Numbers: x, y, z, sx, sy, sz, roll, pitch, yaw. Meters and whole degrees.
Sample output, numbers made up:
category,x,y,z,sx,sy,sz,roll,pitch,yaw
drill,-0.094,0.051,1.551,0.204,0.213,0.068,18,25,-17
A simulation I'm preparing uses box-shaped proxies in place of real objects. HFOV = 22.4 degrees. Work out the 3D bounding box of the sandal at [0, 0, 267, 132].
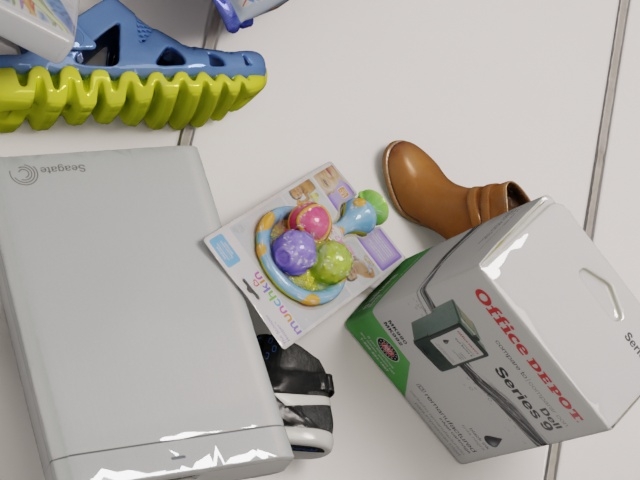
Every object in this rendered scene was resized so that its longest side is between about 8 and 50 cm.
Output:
category,x,y,z,sx,sy,sz,roll,pitch,yaw
sandal,-0.203,-0.187,1.636,0.317,0.126,0.138,0,72,-27

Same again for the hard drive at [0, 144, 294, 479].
category,x,y,z,sx,sy,sz,roll,pitch,yaw
hard drive,-0.184,0.071,1.558,0.233,0.047,0.353,-5,61,-27

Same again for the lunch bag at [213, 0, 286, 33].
category,x,y,z,sx,sy,sz,roll,pitch,yaw
lunch bag,-0.063,-0.458,1.653,0.328,0.239,0.385,-35,97,3

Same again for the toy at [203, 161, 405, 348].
category,x,y,z,sx,sy,sz,roll,pitch,yaw
toy,0.000,0.000,1.668,0.137,0.056,0.237,53,38,3

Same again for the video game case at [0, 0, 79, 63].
category,x,y,z,sx,sy,sz,roll,pitch,yaw
video game case,-0.373,-0.337,1.540,0.329,0.036,0.300,27,36,-25

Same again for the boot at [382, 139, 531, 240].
category,x,y,z,sx,sy,sz,roll,pitch,yaw
boot,0.159,-0.042,1.747,0.073,0.152,0.197,-37,94,-28

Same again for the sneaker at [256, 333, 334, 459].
category,x,y,z,sx,sy,sz,roll,pitch,yaw
sneaker,-0.090,0.147,1.631,0.217,0.079,0.121,13,60,-22

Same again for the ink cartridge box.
category,x,y,z,sx,sy,sz,roll,pitch,yaw
ink cartridge box,0.185,0.098,1.644,0.121,0.289,0.211,-42,96,-28
